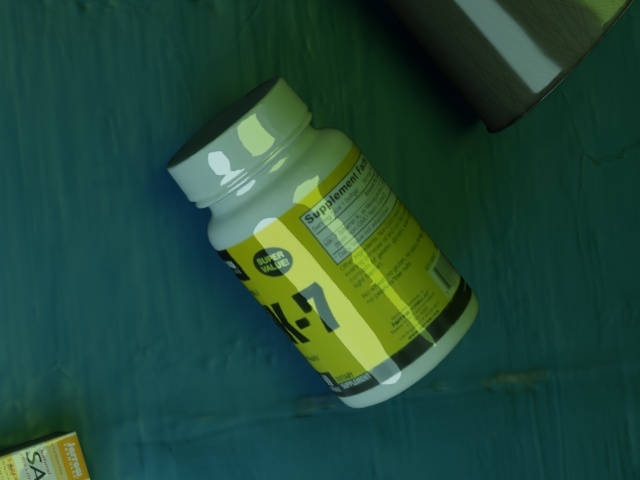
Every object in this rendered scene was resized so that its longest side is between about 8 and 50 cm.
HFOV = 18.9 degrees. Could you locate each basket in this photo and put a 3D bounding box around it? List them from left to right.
[{"bbox_3d":[0.104,-0.225,1.354,0.227,0.154,0.204,40,98,-11],"label":"basket"}]

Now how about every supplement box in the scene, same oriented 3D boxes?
[{"bbox_3d":[-0.196,0.164,1.219,0.098,0.036,0.062,-18,92,-27],"label":"supplement box"}]

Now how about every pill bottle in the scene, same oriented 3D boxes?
[{"bbox_3d":[0.000,0.000,1.290,0.119,0.119,0.208,-44,102,-24],"label":"pill bottle"}]
